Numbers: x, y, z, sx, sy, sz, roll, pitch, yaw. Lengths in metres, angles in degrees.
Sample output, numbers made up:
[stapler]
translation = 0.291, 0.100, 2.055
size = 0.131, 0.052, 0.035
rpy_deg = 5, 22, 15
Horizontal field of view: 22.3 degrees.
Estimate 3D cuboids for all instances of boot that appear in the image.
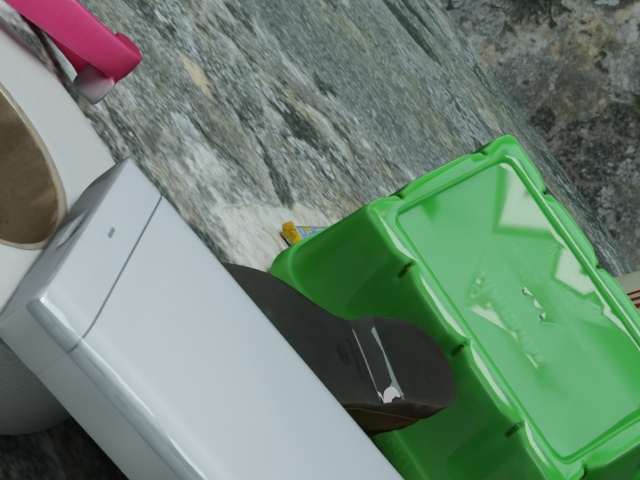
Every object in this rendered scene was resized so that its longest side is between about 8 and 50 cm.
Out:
[boot]
translation = -0.032, 0.102, 1.222
size = 0.305, 0.115, 0.112
rpy_deg = 22, 43, -44

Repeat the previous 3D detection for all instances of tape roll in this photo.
[tape roll]
translation = -0.252, -0.057, 1.008
size = 0.392, 0.072, 0.392
rpy_deg = 47, 17, -19

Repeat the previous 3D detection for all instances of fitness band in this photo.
[fitness band]
translation = -0.231, -0.199, 1.268
size = 0.209, 0.054, 0.291
rpy_deg = 45, 1, -11

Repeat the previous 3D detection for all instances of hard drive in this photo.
[hard drive]
translation = -0.040, 0.127, 0.999
size = 0.353, 0.047, 0.233
rpy_deg = 51, 18, -14

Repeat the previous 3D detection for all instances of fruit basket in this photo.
[fruit basket]
translation = 0.149, 0.119, 1.514
size = 0.392, 0.283, 0.392
rpy_deg = 44, -31, 35

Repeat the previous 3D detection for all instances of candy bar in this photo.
[candy bar]
translation = 0.000, 0.000, 1.647
size = 0.040, 0.018, 0.161
rpy_deg = 56, 16, 13

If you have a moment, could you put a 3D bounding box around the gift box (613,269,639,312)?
[gift box]
translation = 0.350, 0.150, 1.820
size = 0.255, 0.258, 0.276
rpy_deg = -48, 119, -73
